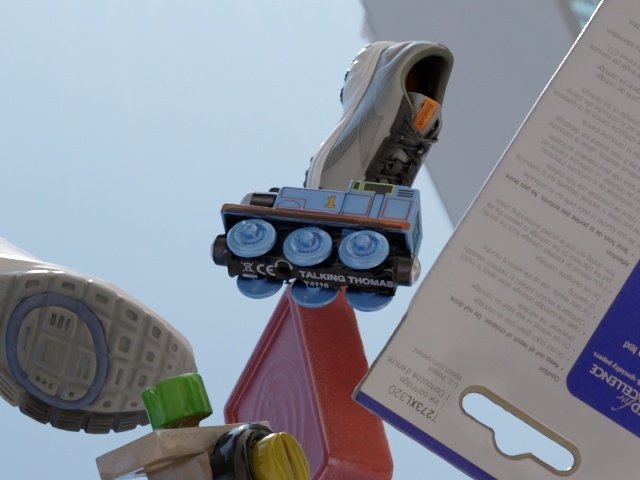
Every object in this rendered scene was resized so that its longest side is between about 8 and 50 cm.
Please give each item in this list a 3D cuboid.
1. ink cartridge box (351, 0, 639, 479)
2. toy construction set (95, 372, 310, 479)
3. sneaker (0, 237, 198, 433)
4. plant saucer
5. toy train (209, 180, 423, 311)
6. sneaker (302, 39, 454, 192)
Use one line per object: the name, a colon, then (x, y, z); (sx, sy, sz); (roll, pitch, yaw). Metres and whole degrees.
ink cartridge box: (0.189, -0.018, 0.759); (0.176, 0.069, 0.371); (33, -98, 5)
toy construction set: (-0.121, 0.207, 0.700); (0.309, 0.257, 0.237); (-9, -100, -40)
sneaker: (-0.221, 0.035, 0.910); (0.297, 0.111, 0.129); (23, -164, -11)
plant saucer: (-0.027, 0.180, 1.242); (0.048, 0.259, 0.258); (8, -136, -23)
toy train: (0.000, 0.000, 1.147); (0.080, 0.184, 0.105); (81, -160, -44)
sneaker: (0.063, -0.092, 1.352); (0.100, 0.108, 0.271); (32, -116, -37)
